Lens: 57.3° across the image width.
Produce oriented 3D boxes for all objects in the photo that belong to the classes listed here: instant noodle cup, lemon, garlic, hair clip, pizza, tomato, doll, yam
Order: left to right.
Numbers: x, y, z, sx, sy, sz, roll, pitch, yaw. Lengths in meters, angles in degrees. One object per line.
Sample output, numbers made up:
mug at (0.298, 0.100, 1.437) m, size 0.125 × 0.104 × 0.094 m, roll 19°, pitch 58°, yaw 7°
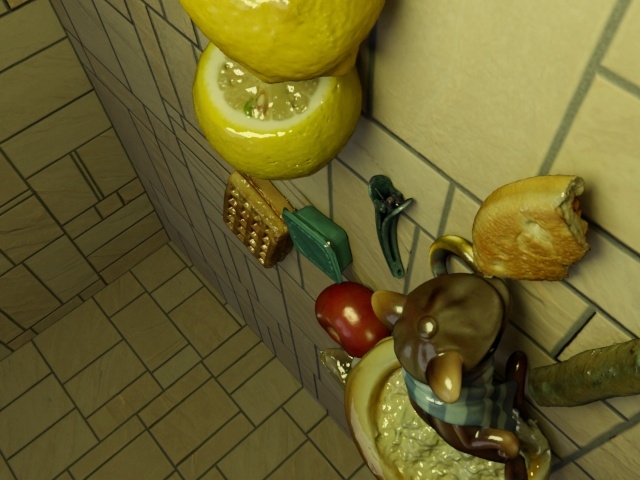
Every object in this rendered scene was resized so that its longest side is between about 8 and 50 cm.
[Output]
lemon at (-0.048, -0.304, 0.644) m, size 0.288 × 0.233 × 0.233 m, roll 52°, pitch 163°, yaw -22°
lemon at (-0.060, -0.200, 0.864) m, size 0.240 × 0.240 × 0.219 m, roll 48°, pitch 176°, yaw 11°
instant noodle cup at (0.000, 0.000, 1.335) m, size 0.179 × 0.070 × 0.157 m, roll 38°, pitch 158°, yaw 35°
garlic at (0.089, 0.399, 1.813) m, size 0.195 × 0.101 × 0.087 m, roll 52°, pitch 157°, yaw 9°
tomato at (0.080, 0.179, 1.368) m, size 0.195 × 0.136 × 0.195 m, roll 45°, pitch 164°, yaw 17°
hair clip at (0.131, -0.013, 1.064) m, size 0.083 × 0.048 × 0.275 m, roll 40°, pitch 163°, yaw 27°
doll at (0.227, 0.189, 0.910) m, size 0.339 × 0.209 × 0.318 m, roll 64°, pitch 179°, yaw -38°
pizza at (0.254, -0.008, 0.717) m, size 0.134 × 0.056 × 0.271 m, roll 29°, pitch 160°, yaw 17°
yam at (0.376, 0.187, 0.804) m, size 0.317 × 0.067 × 0.071 m, roll 112°, pitch 160°, yaw -69°

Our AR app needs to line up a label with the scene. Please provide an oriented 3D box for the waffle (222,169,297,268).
waffle at (-0.163, -0.057, 1.575) m, size 0.224 × 0.098 × 0.327 m, roll 48°, pitch 162°, yaw 6°

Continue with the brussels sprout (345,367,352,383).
brussels sprout at (0.144, 0.412, 1.687) m, size 0.155 × 0.117 × 0.155 m, roll 23°, pitch 146°, yaw 16°

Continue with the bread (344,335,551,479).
bread at (0.257, 0.362, 1.189) m, size 0.424 × 0.245 × 0.329 m, roll 41°, pitch 118°, yaw 6°

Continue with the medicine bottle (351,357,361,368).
medicine bottle at (0.198, 0.359, 1.437) m, size 0.250 × 0.131 × 0.131 m, roll 40°, pitch 158°, yaw 31°
